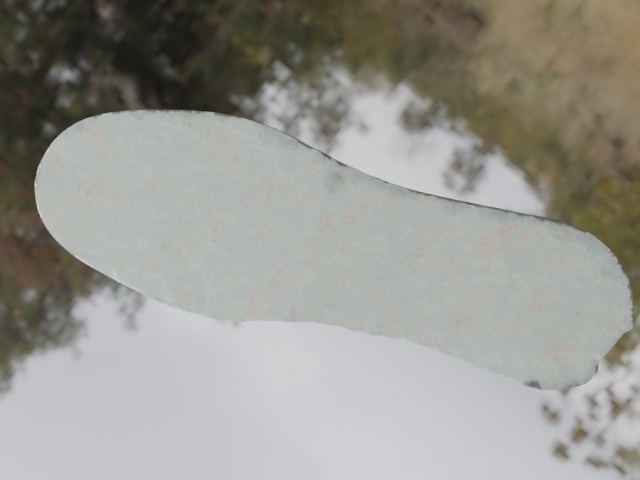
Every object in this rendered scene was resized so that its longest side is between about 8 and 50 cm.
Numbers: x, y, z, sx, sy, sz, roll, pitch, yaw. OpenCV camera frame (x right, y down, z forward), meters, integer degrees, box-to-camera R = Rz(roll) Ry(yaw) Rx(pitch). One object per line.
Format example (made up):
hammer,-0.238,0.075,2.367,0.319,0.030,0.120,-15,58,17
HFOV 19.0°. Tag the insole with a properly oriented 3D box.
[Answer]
insole,0.000,0.000,0.582,0.197,0.065,0.004,13,-163,19
